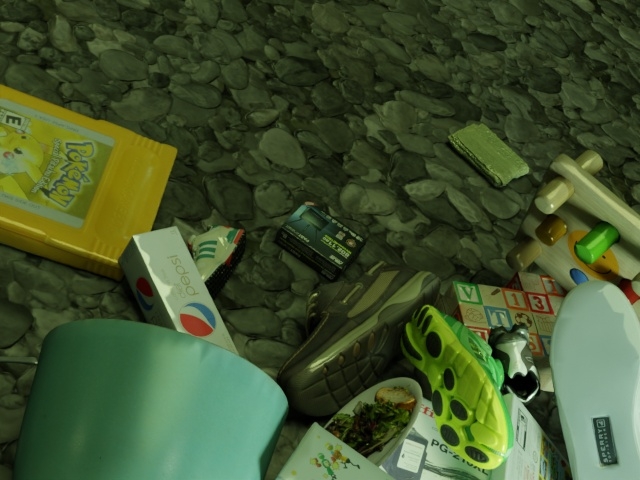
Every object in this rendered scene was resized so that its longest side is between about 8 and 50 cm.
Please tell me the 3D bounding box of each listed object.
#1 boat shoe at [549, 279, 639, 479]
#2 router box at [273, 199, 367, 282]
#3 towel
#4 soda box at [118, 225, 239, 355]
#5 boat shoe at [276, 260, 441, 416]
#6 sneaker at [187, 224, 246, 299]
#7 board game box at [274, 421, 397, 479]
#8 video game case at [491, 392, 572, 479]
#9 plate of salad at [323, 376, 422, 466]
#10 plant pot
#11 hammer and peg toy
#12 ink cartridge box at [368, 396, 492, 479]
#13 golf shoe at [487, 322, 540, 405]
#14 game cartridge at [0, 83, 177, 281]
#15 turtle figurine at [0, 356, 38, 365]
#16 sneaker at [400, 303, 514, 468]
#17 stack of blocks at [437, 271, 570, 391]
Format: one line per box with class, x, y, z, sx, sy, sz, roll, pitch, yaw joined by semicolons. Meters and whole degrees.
boat shoe;0.402;0.246;1.516;0.136;0.156;0.367;-8;75;8
router box;0.000;0.000;1.701;0.122;0.038;0.092;34;43;8
towel;0.318;-0.164;2.031;0.148;0.027;0.110;44;44;20
soda box;-0.194;0.092;1.461;0.074;0.069;0.216;-15;69;-37
boat shoe;0.039;0.133;1.545;0.130;0.132;0.355;25;33;27
sneaker;-0.171;0.031;1.583;0.075;0.057;0.161;17;42;14
board game box;0.062;0.378;1.223;0.303;0.224;0.097;34;44;6
video game case;0.290;0.353;1.432;0.206;0.026;0.227;50;34;-26
plate of salad;0.045;0.243;1.374;0.048;0.200;0.200;48;39;-17
plant pot;-0.201;0.260;1.177;0.293;0.293;0.235;19;59;-9
hammer and peg toy;0.451;0.058;1.598;0.127;0.266;0.361;-39;71;-23
ink cartridge box;0.126;0.329;1.394;0.172;0.100;0.237;28;41;0
golf shoe;0.280;0.205;1.547;0.077;0.198;0.094;-14;51;10
game cartridge;-0.395;-0.095;1.587;0.323;0.053;0.285;18;43;-9
turtle figurine;-0.487;0.082;1.266;0.266;0.275;0.198;51;13;30
sneaker;0.204;0.186;1.431;0.123;0.109;0.295;17;25;-23
stack of blocks;0.331;0.141;1.692;0.297;0.087;0.171;8;45;-20
